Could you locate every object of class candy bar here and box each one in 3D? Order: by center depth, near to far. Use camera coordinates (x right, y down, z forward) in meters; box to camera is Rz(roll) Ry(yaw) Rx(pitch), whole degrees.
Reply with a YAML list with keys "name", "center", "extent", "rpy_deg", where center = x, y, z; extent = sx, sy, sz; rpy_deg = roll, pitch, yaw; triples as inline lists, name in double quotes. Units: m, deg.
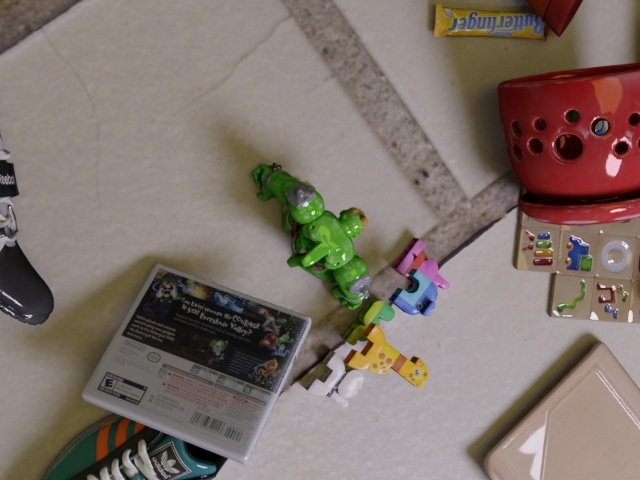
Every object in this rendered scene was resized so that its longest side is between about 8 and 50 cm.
- name: "candy bar"
  center: [0.214, -0.268, 1.128]
  extent: [0.162, 0.018, 0.040]
  rpy_deg: [-1, 94, -15]

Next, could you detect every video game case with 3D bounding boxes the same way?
- name: "video game case"
  center: [-0.129, 0.126, 0.972]
  extent: [0.191, 0.022, 0.173]
  rpy_deg: [18, 61, 12]

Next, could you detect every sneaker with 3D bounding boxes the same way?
- name: "sneaker"
  center: [-0.359, -0.064, 0.919]
  extent: [0.146, 0.122, 0.330]
  rpy_deg: [-40, 103, -8]
- name: "sneaker"
  center: [-0.185, 0.232, 0.988]
  extent: [0.302, 0.121, 0.108]
  rpy_deg: [-37, 102, -11]

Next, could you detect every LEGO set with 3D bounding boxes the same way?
- name: "LEGO set"
  center: [0.093, 0.117, 1.081]
  extent: [0.093, 0.087, 0.227]
  rpy_deg: [39, 84, -15]

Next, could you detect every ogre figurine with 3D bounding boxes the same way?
- name: "ogre figurine"
  center: [0.000, 0.000, 1.030]
  extent: [0.097, 0.118, 0.196]
  rpy_deg: [-17, 99, -15]

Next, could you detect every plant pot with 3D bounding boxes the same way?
- name: "plant pot"
  center: [0.309, -0.112, 1.068]
  extent: [0.191, 0.191, 0.174]
  rpy_deg: [-9, 101, -16]

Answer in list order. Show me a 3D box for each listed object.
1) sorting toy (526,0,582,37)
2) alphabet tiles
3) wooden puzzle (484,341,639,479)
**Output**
- name: "sorting toy"
  center: [0.322, -0.430, 1.121]
  extent: [0.126, 0.127, 0.365]
  rpy_deg: [27, 80, 12]
- name: "alphabet tiles"
  center: [0.419, -0.032, 1.206]
  extent: [0.343, 0.011, 0.285]
  rpy_deg: [5, 91, -16]
- name: "wooden puzzle"
  center: [0.348, 0.286, 1.192]
  extent: [0.239, 0.044, 0.221]
  rpy_deg: [-43, 103, -14]
